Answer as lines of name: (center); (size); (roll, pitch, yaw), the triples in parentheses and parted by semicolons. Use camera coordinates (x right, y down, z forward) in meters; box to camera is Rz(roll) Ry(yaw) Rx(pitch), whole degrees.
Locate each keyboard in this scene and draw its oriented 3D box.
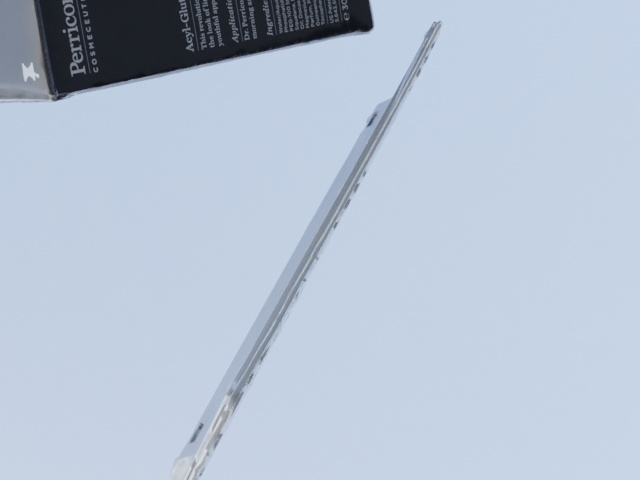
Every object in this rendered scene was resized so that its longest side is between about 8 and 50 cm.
keyboard: (0.000, 0.000, 0.786); (0.014, 0.072, 0.256); (32, -136, -3)

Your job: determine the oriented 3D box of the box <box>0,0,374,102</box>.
box: (-0.093, -0.202, 0.825); (0.184, 0.103, 0.261); (-17, -79, -42)
